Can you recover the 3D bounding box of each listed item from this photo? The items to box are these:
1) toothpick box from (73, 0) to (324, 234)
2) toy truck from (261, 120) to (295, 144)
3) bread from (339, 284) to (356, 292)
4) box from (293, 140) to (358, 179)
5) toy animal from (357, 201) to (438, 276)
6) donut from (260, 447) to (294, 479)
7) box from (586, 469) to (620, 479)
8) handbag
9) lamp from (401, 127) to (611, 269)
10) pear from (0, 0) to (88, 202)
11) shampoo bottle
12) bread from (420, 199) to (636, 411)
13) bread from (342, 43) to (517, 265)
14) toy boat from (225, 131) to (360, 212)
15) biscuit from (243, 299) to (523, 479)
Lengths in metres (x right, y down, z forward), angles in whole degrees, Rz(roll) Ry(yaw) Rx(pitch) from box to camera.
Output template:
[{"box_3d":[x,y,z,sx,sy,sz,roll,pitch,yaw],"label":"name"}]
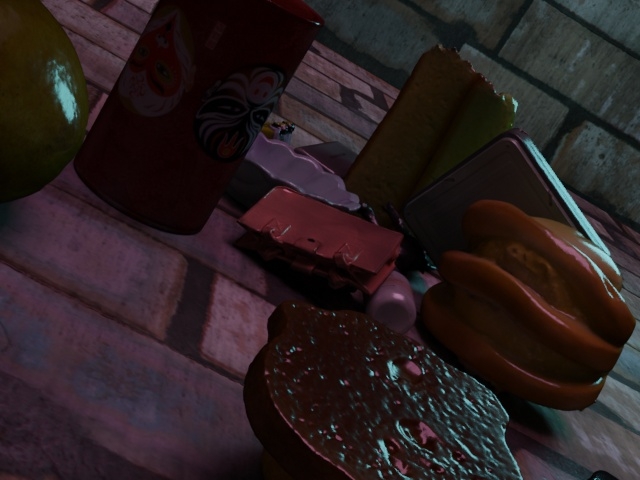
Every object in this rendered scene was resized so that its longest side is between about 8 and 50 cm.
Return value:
[{"box_3d":[-0.164,-0.199,1.461,0.204,0.333,0.204,30,17,-10],"label":"toothpick box"},{"box_3d":[-0.092,-0.186,2.021,0.076,0.076,0.111,15,13,10],"label":"toy truck"},{"box_3d":[0.008,0.023,1.645,0.157,0.044,0.052,45,15,34],"label":"bread"},{"box_3d":[0.018,-0.140,2.099,0.103,0.055,0.243,36,17,11],"label":"box"},{"box_3d":[0.126,0.010,1.827,0.148,0.085,0.232,38,14,14],"label":"toy animal"},{"box_3d":[0.056,0.223,1.048,0.253,0.118,0.253,30,20,-12],"label":"donut"},{"box_3d":[0.411,0.376,1.379,0.201,0.042,0.212,36,18,10],"label":"box"},{"box_3d":[0.000,0.000,1.557,0.212,0.059,0.157,21,26,14],"label":"handbag"},{"box_3d":[0.289,-0.007,1.751,0.269,0.266,0.047,55,41,2],"label":"lamp"},{"box_3d":[-0.390,-0.171,1.148,0.321,0.269,0.269,36,11,-39],"label":"pear"},{"box_3d":[0.098,0.075,1.604,0.074,0.074,0.192,29,18,-10],"label":"shampoo bottle"},{"box_3d":[0.294,0.095,1.603,0.315,0.270,0.211,39,33,30],"label":"bread"},{"box_3d":[0.221,-0.162,2.000,0.233,0.362,0.245,35,19,12],"label":"bread"},{"box_3d":[-0.079,-0.100,1.738,0.290,0.100,0.199,34,16,3],"label":"toy boat"},{"box_3d":[0.057,0.161,0.964,0.272,0.049,0.257,29,27,-16],"label":"biscuit"}]
